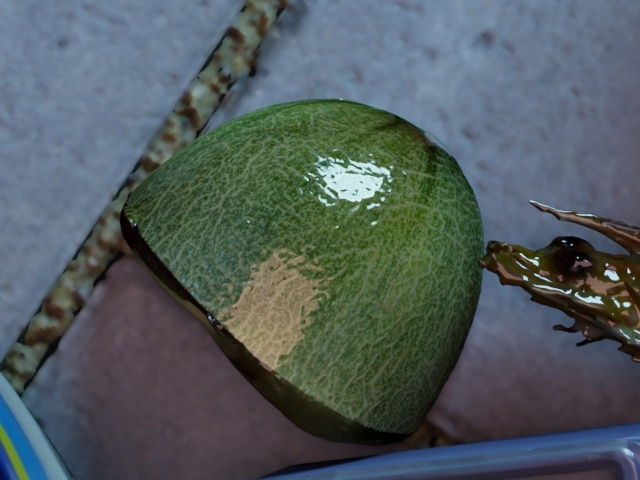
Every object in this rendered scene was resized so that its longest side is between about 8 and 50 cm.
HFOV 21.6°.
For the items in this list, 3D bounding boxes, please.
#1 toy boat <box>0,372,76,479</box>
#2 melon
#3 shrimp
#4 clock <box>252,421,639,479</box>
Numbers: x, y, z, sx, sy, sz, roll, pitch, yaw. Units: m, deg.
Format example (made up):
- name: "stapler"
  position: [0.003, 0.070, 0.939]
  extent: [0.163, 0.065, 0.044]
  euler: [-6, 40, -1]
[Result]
- name: "toy boat"
  position: [-0.091, 0.153, 0.642]
  extent: [0.088, 0.129, 0.295]
  euler: [-18, 53, -20]
- name: "melon"
  position: [0.000, 0.000, 0.688]
  extent: [0.160, 0.079, 0.128]
  euler: [40, 92, 6]
- name: "shrimp"
  position: [0.166, 0.077, 0.681]
  extent: [0.248, 0.068, 0.150]
  euler: [40, 96, 1]
- name: "clock"
  position: [0.059, 0.153, 0.649]
  extent: [0.193, 0.073, 0.145]
  euler: [-11, 86, 24]
